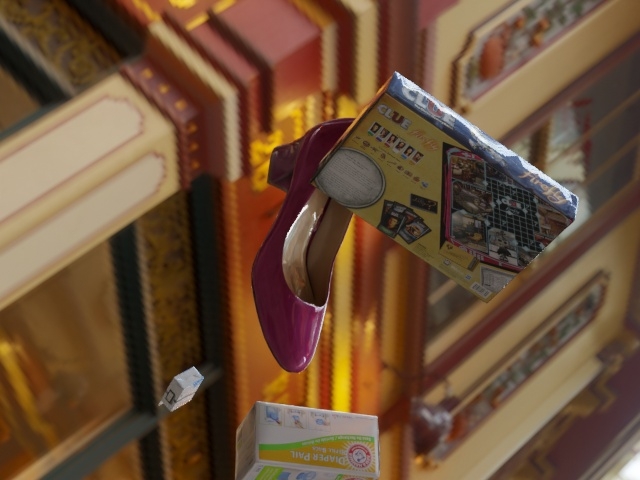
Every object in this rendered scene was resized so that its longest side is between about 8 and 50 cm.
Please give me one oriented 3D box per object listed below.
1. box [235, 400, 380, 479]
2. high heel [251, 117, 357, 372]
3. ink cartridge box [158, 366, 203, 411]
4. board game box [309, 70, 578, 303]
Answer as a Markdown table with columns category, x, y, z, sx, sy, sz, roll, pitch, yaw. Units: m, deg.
| category | x | y | z | sx | sy | sz | roll | pitch | yaw |
| --- | --- | --- | --- | --- | --- | --- | --- | --- | --- |
| box | -0.020 | 0.328 | 2.292 | 0.114 | 0.203 | 0.103 | 123 | -29 | -54 |
| high heel | 0.000 | 0.000 | 2.168 | 0.181 | 0.127 | 0.377 | -18 | -114 | 40 |
| ink cartridge box | -0.230 | 0.250 | 2.434 | 0.028 | 0.048 | 0.083 | 47 | -45 | 16 |
| board game box | 0.132 | -0.053 | 1.594 | 0.243 | 0.042 | 0.165 | 34 | -48 | -8 |
